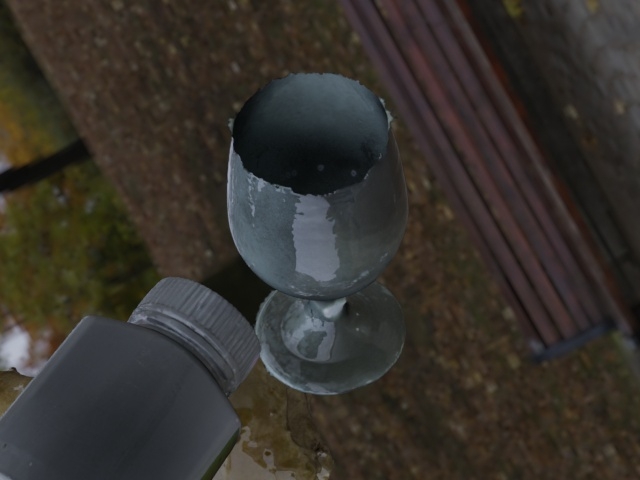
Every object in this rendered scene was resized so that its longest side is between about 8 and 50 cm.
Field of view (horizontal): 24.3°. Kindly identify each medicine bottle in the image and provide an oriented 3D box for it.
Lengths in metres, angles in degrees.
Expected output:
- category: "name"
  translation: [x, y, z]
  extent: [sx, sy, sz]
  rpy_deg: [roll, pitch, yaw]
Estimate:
- category: "medicine bottle"
  translation: [-0.125, 0.119, 0.974]
  extent: [0.132, 0.188, 0.088]
  rpy_deg: [34, 149, 5]

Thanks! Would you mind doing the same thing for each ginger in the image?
- category: "ginger"
  translation: [-0.165, 0.203, 1.410]
  extent: [0.166, 0.375, 0.236]
  rpy_deg: [-35, -73, -49]

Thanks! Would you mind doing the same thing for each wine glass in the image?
- category: "wine glass"
  translation: [0.000, 0.000, 1.027]
  extent: [0.241, 0.126, 0.126]
  rpy_deg: [82, 163, -53]
